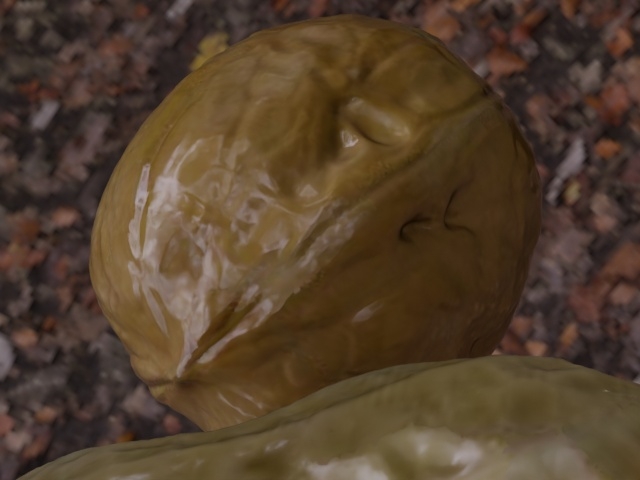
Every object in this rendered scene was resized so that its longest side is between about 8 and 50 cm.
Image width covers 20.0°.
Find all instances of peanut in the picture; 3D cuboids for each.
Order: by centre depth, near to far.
[{"bbox_3d":[-0.009,0.123,0.651,0.325,0.140,0.153,-12,23,19],"label":"peanut"}]

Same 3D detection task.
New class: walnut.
[{"bbox_3d":[0.000,0.000,0.837,0.193,0.193,0.226,4,41,37],"label":"walnut"}]
